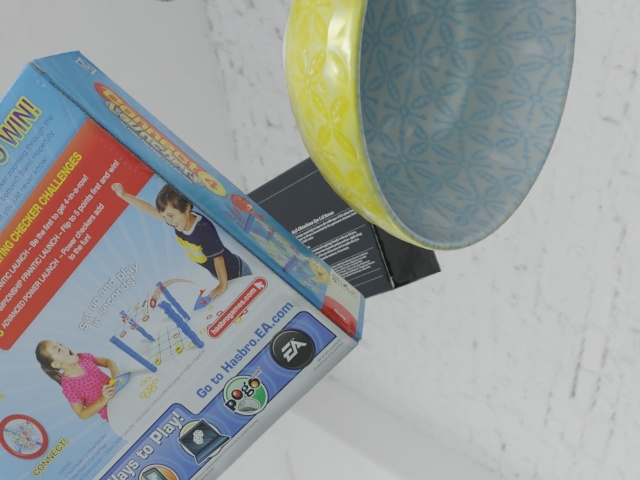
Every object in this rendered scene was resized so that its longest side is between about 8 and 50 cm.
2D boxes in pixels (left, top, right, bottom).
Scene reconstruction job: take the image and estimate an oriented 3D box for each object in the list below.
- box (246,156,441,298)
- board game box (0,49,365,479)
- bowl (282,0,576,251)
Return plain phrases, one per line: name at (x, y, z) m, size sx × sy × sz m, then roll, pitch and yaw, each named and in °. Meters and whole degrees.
box at (0.000, 0.000, 0.985) m, size 0.103 × 0.261 × 0.184 m, roll -16°, pitch -96°, yaw -46°
board game box at (-0.177, 0.066, 0.624) m, size 0.308 × 0.302 × 0.086 m, roll -46°, pitch 8°, yaw 18°
bowl at (0.064, -0.148, 0.612) m, size 0.290 × 0.156 × 0.289 m, roll -17°, pitch -66°, yaw -43°
